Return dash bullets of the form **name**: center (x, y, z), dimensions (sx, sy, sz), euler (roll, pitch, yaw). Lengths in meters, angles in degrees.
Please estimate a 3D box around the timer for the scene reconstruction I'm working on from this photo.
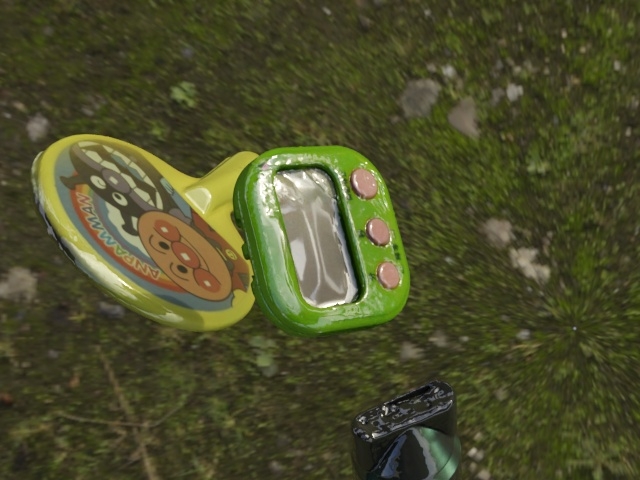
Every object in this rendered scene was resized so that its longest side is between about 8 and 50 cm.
- **timer**: center (0.000, 0.000, 0.888), dimensions (0.047, 0.128, 0.140), euler (-30, 70, 52)

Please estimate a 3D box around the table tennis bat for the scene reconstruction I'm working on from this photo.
- **table tennis bat**: center (-0.125, -0.025, 1.122), dimensions (0.224, 0.369, 0.054), euler (44, 114, 5)

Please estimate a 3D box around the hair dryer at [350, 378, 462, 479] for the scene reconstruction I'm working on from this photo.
- **hair dryer**: center (0.104, 0.306, 1.182), dimensions (0.116, 0.244, 0.302), euler (-12, 51, -2)
